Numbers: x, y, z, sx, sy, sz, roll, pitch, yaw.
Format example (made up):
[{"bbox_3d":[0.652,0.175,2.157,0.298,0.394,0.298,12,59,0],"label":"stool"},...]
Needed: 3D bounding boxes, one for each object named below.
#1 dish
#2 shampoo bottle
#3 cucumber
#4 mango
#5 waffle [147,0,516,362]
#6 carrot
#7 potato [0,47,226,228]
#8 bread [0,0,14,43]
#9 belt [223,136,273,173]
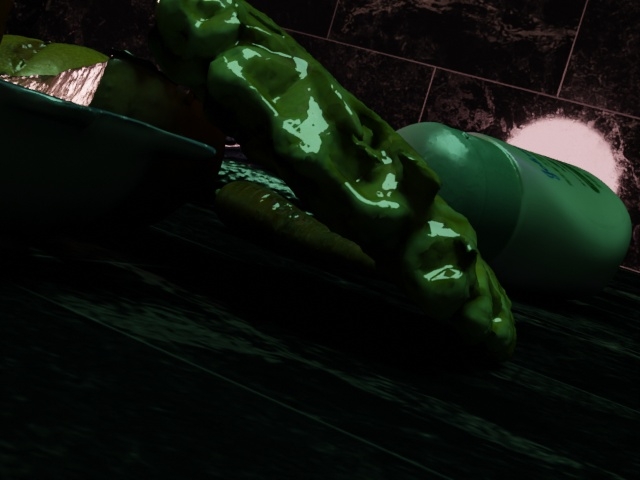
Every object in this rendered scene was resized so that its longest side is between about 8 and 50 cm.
[{"bbox_3d":[-0.177,-0.041,0.657,0.228,0.086,0.236,16,2,-10],"label":"dish"},{"bbox_3d":[0.179,-0.032,1.324,0.350,0.151,0.222,10,26,-49],"label":"shampoo bottle"},{"bbox_3d":[-0.048,-0.041,1.283,0.215,0.052,0.058,17,27,-3],"label":"cucumber"},{"bbox_3d":[-0.260,-0.129,1.150,0.177,0.120,0.295,17,6,1],"label":"mango"},{"bbox_3d":[0.022,-0.049,0.809,0.317,0.073,0.297,47,7,15],"label":"waffle"},{"bbox_3d":[0.000,0.000,1.042,0.254,0.049,0.049,24,9,39],"label":"carrot"},{"bbox_3d":[-0.157,-0.060,0.888,0.138,0.098,0.243,26,-11,-33],"label":"potato"},{"bbox_3d":[-0.327,-0.156,0.756,0.270,0.142,0.195,-3,-24,-20],"label":"bread"},{"bbox_3d":[-0.021,-0.078,1.375,0.218,0.122,0.128,14,48,31],"label":"belt"}]
